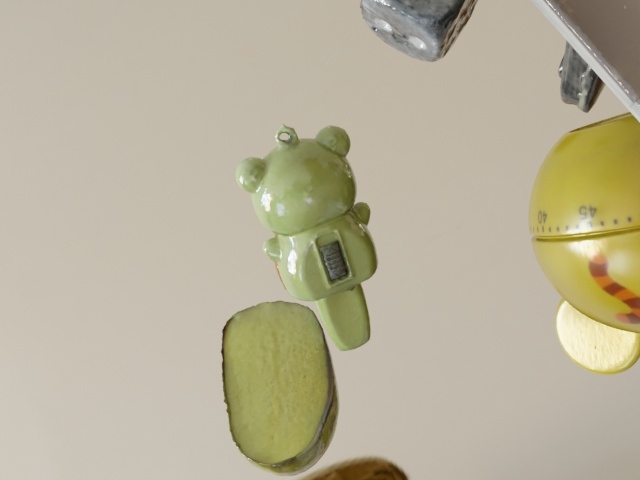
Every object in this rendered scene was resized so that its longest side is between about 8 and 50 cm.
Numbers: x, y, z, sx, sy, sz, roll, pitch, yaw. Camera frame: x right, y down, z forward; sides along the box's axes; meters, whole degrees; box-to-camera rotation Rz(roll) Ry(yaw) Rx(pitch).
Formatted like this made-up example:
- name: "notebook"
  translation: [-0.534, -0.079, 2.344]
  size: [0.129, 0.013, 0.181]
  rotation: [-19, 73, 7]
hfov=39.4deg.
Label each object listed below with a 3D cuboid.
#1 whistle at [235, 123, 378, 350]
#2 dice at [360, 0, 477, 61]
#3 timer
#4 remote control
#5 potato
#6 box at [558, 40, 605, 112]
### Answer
- name: "whistle"
  translation: [0.000, 0.000, 1.006]
  size: [0.131, 0.106, 0.288]
  rotation: [-23, -63, -9]
- name: "dice"
  translation: [0.197, -0.467, 1.716]
  size: [0.182, 0.183, 0.181]
  rotation: [-57, -12, -7]
- name: "timer"
  translation: [0.479, 0.006, 1.275]
  size: [0.376, 0.387, 0.376]
  rotation: [-15, 4, 1]
- name: "remote control"
  translation: [0.219, -0.162, 0.657]
  size: [0.077, 0.245, 0.022]
  rotation: [-38, -9, -3]
- name: "potato"
  translation: [-0.045, 0.216, 1.263]
  size: [0.160, 0.272, 0.111]
  rotation: [-21, -44, 6]
- name: "box"
  translation: [0.480, -0.424, 1.420]
  size: [0.359, 0.091, 0.350]
  rotation: [-56, -22, -27]
